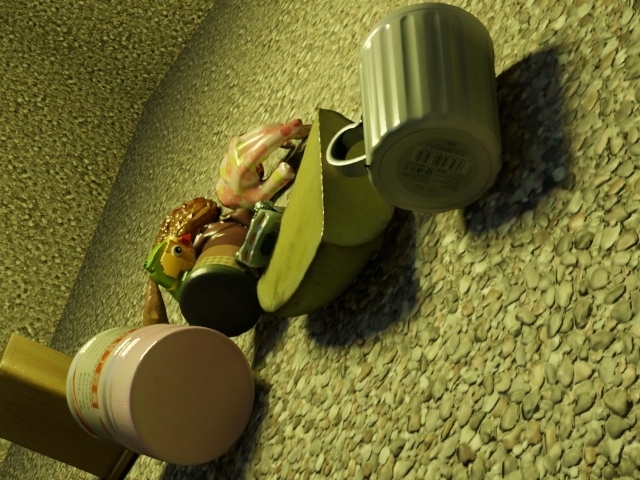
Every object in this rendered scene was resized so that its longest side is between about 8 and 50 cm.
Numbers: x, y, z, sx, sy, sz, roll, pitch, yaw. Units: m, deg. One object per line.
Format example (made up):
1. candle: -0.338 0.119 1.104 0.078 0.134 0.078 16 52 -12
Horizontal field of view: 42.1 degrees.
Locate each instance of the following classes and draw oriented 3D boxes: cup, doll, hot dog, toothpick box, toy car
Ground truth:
1. cup: 0.117 -0.133 0.981 0.221 0.166 0.202 118 161 -45
2. doll: -0.240 0.080 1.523 0.134 0.186 0.106 -39 12 -23
3. hot dog: -0.313 -0.002 1.890 0.227 0.099 0.160 -61 22 -5
4. toothpick box: -0.507 0.331 1.645 0.188 0.308 0.190 -56 20 15
5. toy car: -0.064 -0.006 1.272 0.095 0.056 0.205 -67 -20 9

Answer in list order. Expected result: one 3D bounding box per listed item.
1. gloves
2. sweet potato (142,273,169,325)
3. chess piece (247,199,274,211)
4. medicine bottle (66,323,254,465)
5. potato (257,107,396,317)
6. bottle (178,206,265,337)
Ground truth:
1. gloves: -0.115 -0.157 1.589 0.241 0.126 0.145 -54 17 42
2. sweet potato: -0.310 0.204 1.555 0.067 0.059 0.282 -87 6 -68
3. chess piece: -0.117 -0.052 1.577 0.093 0.042 0.042 -23 44 49
4. medicine bottle: -0.259 0.232 1.302 0.315 0.202 0.202 -11 54 56
5. potato: 0.000 0.000 1.146 0.270 0.112 0.255 -89 21 -44
6. bottle: -0.144 0.031 1.377 0.271 0.143 0.156 -77 12 -60
